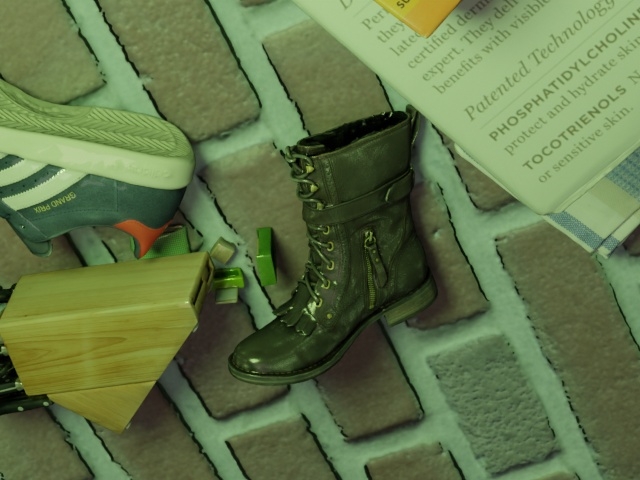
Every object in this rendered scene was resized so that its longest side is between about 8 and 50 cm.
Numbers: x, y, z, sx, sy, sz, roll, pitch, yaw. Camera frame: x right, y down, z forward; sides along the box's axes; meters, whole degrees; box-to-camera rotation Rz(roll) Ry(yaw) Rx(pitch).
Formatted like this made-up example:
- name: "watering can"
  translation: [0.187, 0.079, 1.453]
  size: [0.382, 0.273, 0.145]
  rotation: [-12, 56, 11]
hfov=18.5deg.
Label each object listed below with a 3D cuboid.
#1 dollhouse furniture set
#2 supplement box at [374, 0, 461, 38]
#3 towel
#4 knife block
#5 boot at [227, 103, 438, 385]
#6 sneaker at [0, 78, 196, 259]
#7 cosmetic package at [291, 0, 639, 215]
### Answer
- name: "dollhouse furniture set"
  translation: [-0.121, 0.027, 1.998]
  size: [0.152, 0.058, 0.076]
  rotation: [-7, 122, 4]
- name: "supplement box"
  translation: [0.010, -0.250, 1.421]
  size: [0.233, 0.080, 0.078]
  rotation: [35, 116, -16]
- name: "towel"
  translation: [0.293, -0.131, 1.914]
  size: [0.209, 0.034, 0.285]
  rotation: [34, 115, -18]
- name: "knife block"
  translation: [-0.270, 0.079, 1.992]
  size: [0.242, 0.088, 0.275]
  rotation: [28, 127, -10]
- name: "boot"
  translation: [0.000, 0.000, 1.934]
  size: [0.263, 0.091, 0.229]
  rotation: [-29, 126, -21]
- name: "sneaker"
  translation: [-0.304, -0.068, 1.893]
  size: [0.350, 0.131, 0.148]
  rotation: [16, 117, -11]
- name: "cosmetic package"
  translation: [0.160, -0.309, 1.622]
  size: [0.394, 0.329, 0.327]
  rotation: [39, 116, -21]
